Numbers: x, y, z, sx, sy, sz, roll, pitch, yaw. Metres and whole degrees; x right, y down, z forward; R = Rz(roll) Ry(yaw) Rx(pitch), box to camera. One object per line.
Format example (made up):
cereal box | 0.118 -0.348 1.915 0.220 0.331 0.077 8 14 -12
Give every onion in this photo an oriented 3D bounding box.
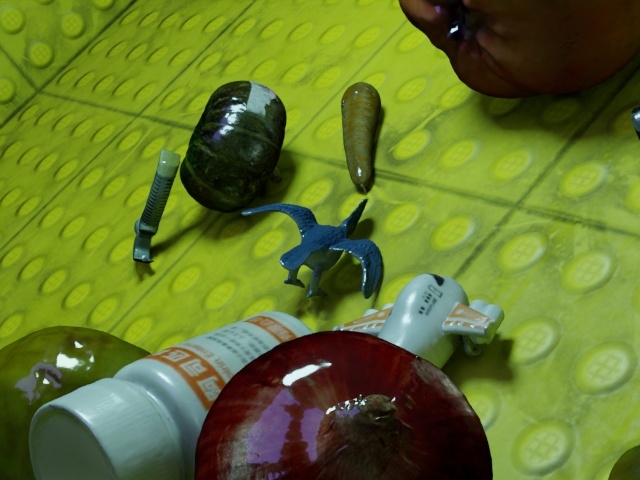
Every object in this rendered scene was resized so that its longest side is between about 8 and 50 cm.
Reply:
onion | 0.021 0.256 1.324 0.341 0.341 0.341 -26 33 18

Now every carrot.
carrot | 0.071 -0.179 2.095 0.078 0.078 0.298 -23 38 22

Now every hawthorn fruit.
hawthorn fruit | 0.357 -0.462 1.841 0.471 0.472 0.472 -26 33 18

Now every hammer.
hammer | -0.319 -0.062 2.234 0.159 0.041 0.227 -101 29 -56

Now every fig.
fig | -0.357 0.299 1.673 0.343 0.343 0.343 -26 33 18

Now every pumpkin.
pumpkin | -0.152 -0.166 2.194 0.260 0.189 0.260 -62 10 19

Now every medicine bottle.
medicine bottle | -0.165 0.237 1.496 0.211 0.211 0.371 0 14 45

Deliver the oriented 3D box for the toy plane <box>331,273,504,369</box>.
toy plane | 0.126 0.123 1.569 0.244 0.117 0.245 -20 24 9

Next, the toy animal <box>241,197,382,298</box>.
toy animal | 0.000 0.000 1.845 0.176 0.239 0.255 -65 -13 5

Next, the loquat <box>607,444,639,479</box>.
loquat | 0.363 0.264 1.148 0.152 0.152 0.195 -43 24 -10

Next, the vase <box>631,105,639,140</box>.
vase | 0.547 -0.194 1.637 0.211 0.060 0.060 -20 35 28
